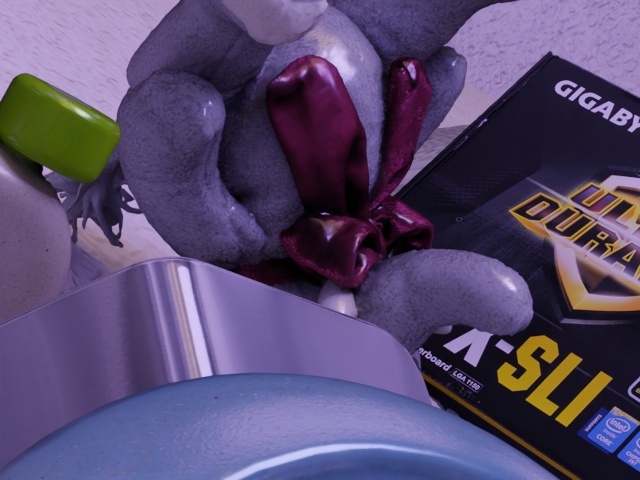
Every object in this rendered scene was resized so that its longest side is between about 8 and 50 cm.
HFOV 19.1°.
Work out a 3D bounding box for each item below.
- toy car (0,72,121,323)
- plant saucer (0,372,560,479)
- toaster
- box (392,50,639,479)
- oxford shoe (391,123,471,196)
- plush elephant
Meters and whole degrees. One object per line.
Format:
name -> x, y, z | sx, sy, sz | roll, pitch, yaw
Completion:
toy car -> -0.200, -0.028, 0.835 | 0.149, 0.155, 0.188 | 28, 3, -31
plant saucer -> 0.024, 0.178, 0.489 | 0.318, 0.044, 0.317 | 17, 59, -30
toaster -> -0.063, 0.097, 0.633 | 0.186, 0.168, 0.110 | 22, 47, -54
box -> 0.187, 0.041, 1.195 | 0.322, 0.257, 0.079 | 33, -22, 35
oxford shoe -> 0.092, -0.028, 1.601 | 0.449, 0.169, 0.130 | -92, 169, -83
plush elephant -> 0.000, 0.000, 1.033 | 0.272, 0.330, 0.255 | -13, 71, -56
